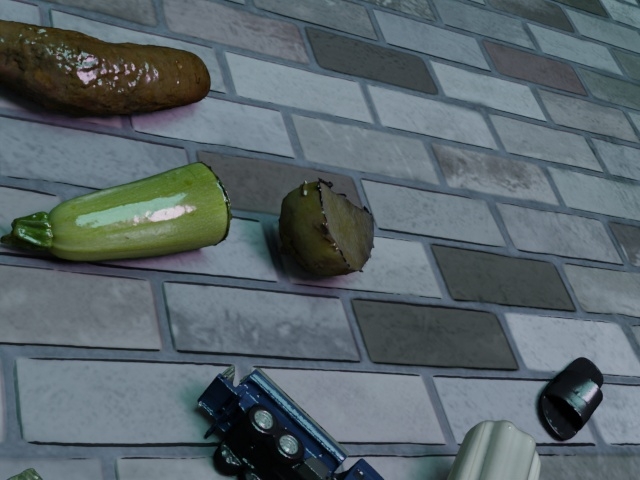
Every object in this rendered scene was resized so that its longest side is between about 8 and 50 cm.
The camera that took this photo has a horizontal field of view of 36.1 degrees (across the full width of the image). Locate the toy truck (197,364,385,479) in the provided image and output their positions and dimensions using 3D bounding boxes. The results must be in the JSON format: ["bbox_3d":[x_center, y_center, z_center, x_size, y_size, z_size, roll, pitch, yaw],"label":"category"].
[{"bbox_3d":[-0.027,0.201,0.909,0.201,0.074,0.088,42,31,6],"label":"toy truck"}]

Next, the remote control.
[{"bbox_3d":[0.153,0.267,0.916,0.090,0.049,0.230,34,44,-4],"label":"remote control"}]

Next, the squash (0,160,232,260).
[{"bbox_3d":[-0.208,-0.020,0.984,0.224,0.094,0.094,-12,60,-34],"label":"squash"}]

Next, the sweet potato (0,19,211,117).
[{"bbox_3d":[-0.262,-0.184,1.086,0.341,0.092,0.114,4,25,-34],"label":"sweet potato"}]

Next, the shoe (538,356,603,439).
[{"bbox_3d":[0.318,0.180,1.198,0.062,0.053,0.159,48,38,7],"label":"shoe"}]

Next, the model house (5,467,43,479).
[{"bbox_3d":[-0.228,0.227,0.730,0.078,0.066,0.083,-25,71,-46],"label":"model house"}]

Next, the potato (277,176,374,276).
[{"bbox_3d":[0.000,0.000,1.128,0.172,0.089,0.101,24,52,-67],"label":"potato"}]
